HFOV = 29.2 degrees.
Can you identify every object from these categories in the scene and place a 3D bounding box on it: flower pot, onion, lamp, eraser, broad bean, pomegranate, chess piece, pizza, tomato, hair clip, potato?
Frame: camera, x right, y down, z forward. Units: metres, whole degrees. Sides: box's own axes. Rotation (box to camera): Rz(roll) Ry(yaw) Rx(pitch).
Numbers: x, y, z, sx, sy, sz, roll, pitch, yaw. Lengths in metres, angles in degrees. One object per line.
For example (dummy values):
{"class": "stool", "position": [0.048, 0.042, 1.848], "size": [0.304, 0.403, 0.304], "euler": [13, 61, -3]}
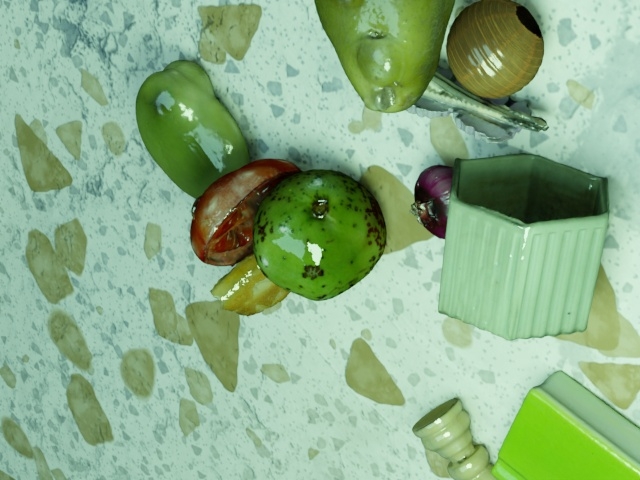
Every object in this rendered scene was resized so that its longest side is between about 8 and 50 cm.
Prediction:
{"class": "flower pot", "position": [0.274, 0.005, 1.686], "size": [0.239, 0.209, 0.190], "euler": [24, 124, 31]}
{"class": "onion", "position": [0.178, -0.054, 1.824], "size": [0.115, 0.104, 0.115], "euler": [36, 135, 47]}
{"class": "lamp", "position": [0.234, -0.258, 1.651], "size": [0.136, 0.136, 0.136], "euler": [20, 122, 35]}
{"class": "eraser", "position": [0.405, 0.352, 1.820], "size": [0.274, 0.092, 0.210], "euler": [38, 131, 25]}
{"class": "broad bean", "position": [-0.222, -0.175, 2.116], "size": [0.189, 0.121, 0.263], "euler": [-26, 94, 37]}
{"class": "pomegranate", "position": [0.000, 0.000, 1.967], "size": [0.214, 0.214, 0.248], "euler": [46, 170, 16]}
{"class": "chess piece", "position": [0.231, 0.348, 1.980], "size": [0.094, 0.094, 0.170], "euler": [-36, 88, 46]}
{"class": "pizza", "position": [-0.093, 0.065, 2.122], "size": [0.062, 0.182, 0.161], "euler": [45, 175, 34]}
{"class": "tomato", "position": [-0.134, -0.060, 2.028], "size": [0.101, 0.228, 0.228], "euler": [48, 134, 18]}
{"class": "hair clip", "position": [0.194, -0.204, 1.736], "size": [0.292, 0.106, 0.085], "euler": [28, 133, 26]}
{"class": "potato", "position": [0.093, -0.343, 1.659], "size": [0.218, 0.202, 0.351], "euler": [147, 126, -68]}
